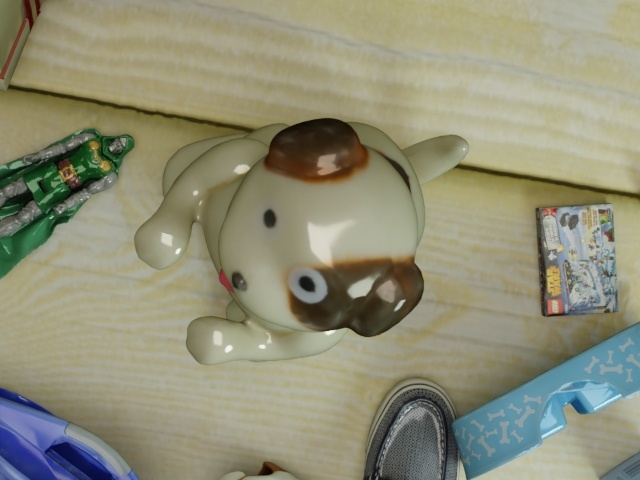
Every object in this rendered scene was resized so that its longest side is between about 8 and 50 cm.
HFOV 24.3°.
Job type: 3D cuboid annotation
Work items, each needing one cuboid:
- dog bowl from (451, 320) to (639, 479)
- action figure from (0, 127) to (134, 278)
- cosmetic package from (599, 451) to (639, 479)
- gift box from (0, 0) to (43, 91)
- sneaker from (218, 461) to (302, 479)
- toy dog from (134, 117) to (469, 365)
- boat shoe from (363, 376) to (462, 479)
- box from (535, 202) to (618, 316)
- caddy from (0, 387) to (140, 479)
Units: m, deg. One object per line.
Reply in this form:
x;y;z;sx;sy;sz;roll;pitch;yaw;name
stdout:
0.291;0.189;1.791;0.297;0.166;0.074;-27;82;-1;dog bowl
-0.329;-0.068;1.806;0.232;0.063;0.137;-31;90;-4;action figure
0.447;0.377;1.825;0.085;0.117;0.231;-32;92;1;cosmetic package
-0.414;-0.347;1.695;0.255;0.258;0.276;24;72;-1;gift box
-0.101;0.349;1.738;0.123;0.290;0.106;36;115;11;sneaker
0.000;0.000;1.644;0.395;0.408;0.285;-14;94;-1;toy dog
0.106;0.342;1.790;0.127;0.158;0.341;7;93;-2;boat shoe
0.319;0.024;1.845;0.093;0.027;0.137;-3;93;-3;box
-0.306;0.304;1.736;0.341;0.241;0.179;38;96;-4;caddy
